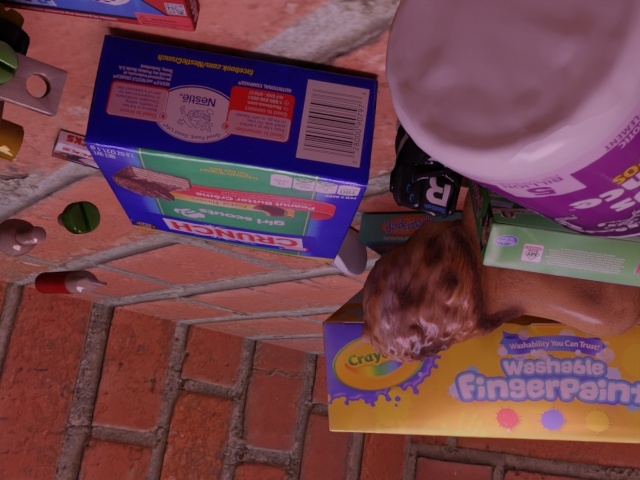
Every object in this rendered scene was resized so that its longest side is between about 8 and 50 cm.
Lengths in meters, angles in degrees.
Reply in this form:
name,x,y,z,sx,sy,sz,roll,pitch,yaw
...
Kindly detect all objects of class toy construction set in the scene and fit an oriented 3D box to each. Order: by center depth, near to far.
name,x,y,z,sx,sy,sz,roll,pitch,yaw
toy construction set,-0.302,-0.065,0.697,0.237,0.257,0.309,-3,137,50

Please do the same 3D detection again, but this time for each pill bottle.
name,x,y,z,sx,sy,sz,roll,pitch,yaw
pill bottle,0.191,-0.094,0.543,0.169,0.169,0.301,-3,168,38

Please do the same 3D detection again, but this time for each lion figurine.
name,x,y,z,sx,sy,sz,roll,pitch,yaw
lion figurine,0.249,0.039,0.889,0.392,0.240,0.142,7,165,4

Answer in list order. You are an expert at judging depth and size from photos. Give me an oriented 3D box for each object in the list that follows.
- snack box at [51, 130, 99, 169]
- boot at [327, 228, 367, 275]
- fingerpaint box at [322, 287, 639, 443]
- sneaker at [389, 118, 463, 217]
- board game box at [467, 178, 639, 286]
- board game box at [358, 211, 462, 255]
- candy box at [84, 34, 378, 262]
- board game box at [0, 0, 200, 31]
name,x,y,z,sx,sy,sz,roll,pitch,yaw
snack box,-0.273,-0.107,1.065,0.178,0.022,0.064,15,162,-23
boot,0.000,0.000,1.250,0.086,0.069,0.190,7,159,36
fingerpaint box,0.264,0.156,1.140,0.445,0.163,0.371,-2,-174,15
sneaker,0.126,-0.086,0.724,0.079,0.121,0.217,11,165,-10
board game box,0.307,-0.024,0.747,0.317,0.046,0.213,8,-151,2
board game box,0.177,0.010,1.199,0.160,0.047,0.210,0,164,30
candy box,-0.092,-0.082,0.864,0.268,0.122,0.317,9,166,-2
board game box,-0.244,-0.226,0.600,0.281,0.027,0.145,8,164,3
